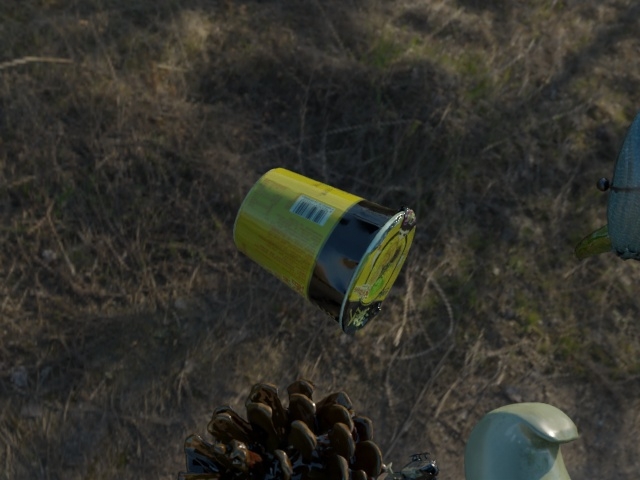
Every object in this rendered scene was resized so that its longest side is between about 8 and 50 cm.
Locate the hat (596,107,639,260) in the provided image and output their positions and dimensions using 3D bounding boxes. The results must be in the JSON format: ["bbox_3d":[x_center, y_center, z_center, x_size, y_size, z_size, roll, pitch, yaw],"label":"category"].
[{"bbox_3d":[0.207,-0.039,0.510,0.078,0.191,0.138,9,10,15],"label":"hat"}]

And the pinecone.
[{"bbox_3d":[-0.090,0.419,1.499,0.384,0.384,0.384,9,51,-11],"label":"pinecone"}]

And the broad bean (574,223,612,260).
[{"bbox_3d":[0.601,-0.048,1.504,0.077,0.339,0.061,47,24,-17],"label":"broad bean"}]

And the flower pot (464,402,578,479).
[{"bbox_3d":[0.226,0.391,0.975,0.164,0.367,0.254,4,30,-41],"label":"flower pot"}]

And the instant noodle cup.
[{"bbox_3d":[0.000,0.000,1.322,0.236,0.215,0.215,29,50,18],"label":"instant noodle cup"}]

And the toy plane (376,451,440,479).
[{"bbox_3d":[0.126,0.328,1.206,0.049,0.121,0.031,-38,101,-43],"label":"toy plane"}]
